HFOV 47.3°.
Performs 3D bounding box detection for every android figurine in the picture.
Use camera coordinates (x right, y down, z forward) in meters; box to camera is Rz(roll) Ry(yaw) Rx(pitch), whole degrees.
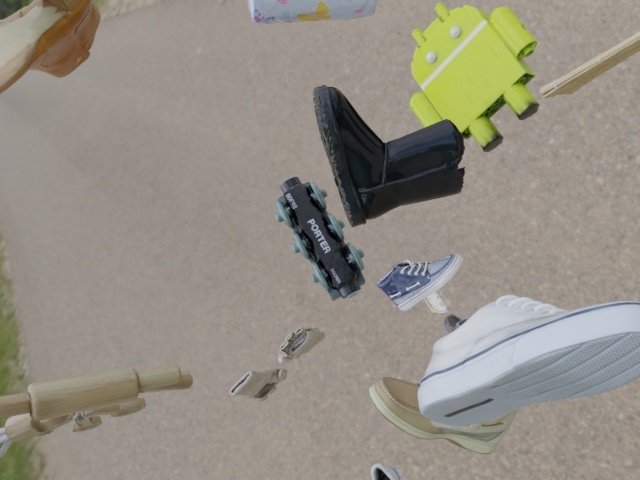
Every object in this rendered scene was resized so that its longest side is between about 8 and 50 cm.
[{"bbox_3d":[0.261,-0.298,1.293,0.248,0.056,0.273,-43,67,34],"label":"android figurine"}]

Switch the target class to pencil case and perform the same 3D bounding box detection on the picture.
[{"bbox_3d":[-0.017,-0.506,1.470,0.113,0.273,0.124,108,155,-79],"label":"pencil case"}]

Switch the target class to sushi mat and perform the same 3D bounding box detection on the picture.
[{"bbox_3d":[0.460,-0.286,0.999,0.316,0.151,0.019,-31,83,34],"label":"sushi mat"}]

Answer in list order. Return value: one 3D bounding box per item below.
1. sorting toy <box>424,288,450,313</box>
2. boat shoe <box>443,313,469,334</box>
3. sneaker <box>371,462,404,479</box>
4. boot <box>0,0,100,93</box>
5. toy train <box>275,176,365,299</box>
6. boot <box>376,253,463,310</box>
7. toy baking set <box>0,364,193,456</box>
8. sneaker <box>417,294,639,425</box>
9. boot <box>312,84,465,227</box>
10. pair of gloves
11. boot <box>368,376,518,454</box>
[{"bbox_3d":[0.300,0.144,1.851,0.045,0.075,0.083,-40,77,35],"label":"sorting toy"},{"bbox_3d":[0.394,0.246,1.961,0.183,0.066,0.066,48,150,50],"label":"boat shoe"},{"bbox_3d":[0.132,0.498,1.347,0.071,0.083,0.191,-30,49,8],"label":"sneaker"},{"bbox_3d":[-0.462,-0.298,1.183,0.295,0.104,0.211,-56,-3,-10],"label":"boot"},{"bbox_3d":[0.000,0.000,1.817,0.142,0.334,0.190,-30,-11,-3],"label":"toy train"},{"bbox_3d":[0.205,0.071,1.534,0.190,0.086,0.069,-43,10,31],"label":"boot"},{"bbox_3d":[-0.242,0.161,0.645,0.197,0.256,0.030,-43,59,48],"label":"toy baking set"},{"bbox_3d":[0.172,0.087,0.626,0.258,0.094,0.091,-33,41,48],"label":"sneaker"},{"bbox_3d":[0.113,-0.156,1.148,0.207,0.246,0.094,-21,27,-4],"label":"boot"},{"bbox_3d":[-0.089,0.291,1.716,0.240,0.204,0.042,-43,71,-1],"label":"pair of gloves"},{"bbox_3d":[0.180,0.174,0.907,0.165,0.213,0.077,-56,28,22],"label":"boot"}]
